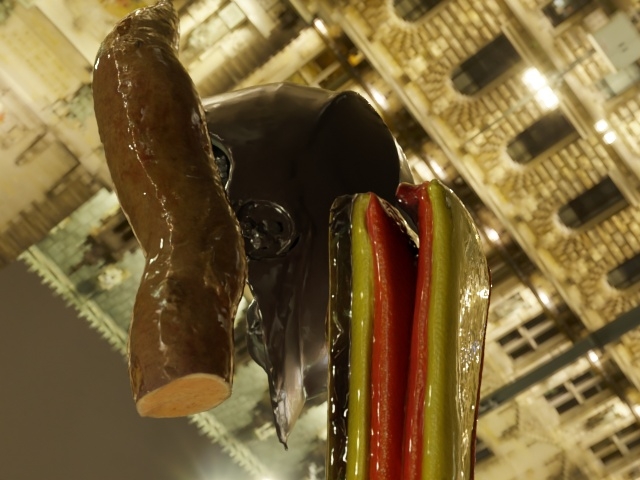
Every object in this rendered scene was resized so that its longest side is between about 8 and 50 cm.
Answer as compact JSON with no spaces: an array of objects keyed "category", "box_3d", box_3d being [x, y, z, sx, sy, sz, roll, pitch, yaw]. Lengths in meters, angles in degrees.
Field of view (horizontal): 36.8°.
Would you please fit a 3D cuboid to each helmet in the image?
[{"category":"helmet","box_3d":[0.000,0.000,0.793,0.225,0.177,0.305,91,159,-66]}]

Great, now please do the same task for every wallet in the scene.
[{"category":"wallet","box_3d":[0.042,0.107,0.436,0.141,0.067,0.241,36,-127,-65]}]

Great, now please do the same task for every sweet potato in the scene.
[{"category":"sweet potato","box_3d":[-0.084,-0.045,0.515,0.067,0.059,0.281,5,-123,-31]}]
